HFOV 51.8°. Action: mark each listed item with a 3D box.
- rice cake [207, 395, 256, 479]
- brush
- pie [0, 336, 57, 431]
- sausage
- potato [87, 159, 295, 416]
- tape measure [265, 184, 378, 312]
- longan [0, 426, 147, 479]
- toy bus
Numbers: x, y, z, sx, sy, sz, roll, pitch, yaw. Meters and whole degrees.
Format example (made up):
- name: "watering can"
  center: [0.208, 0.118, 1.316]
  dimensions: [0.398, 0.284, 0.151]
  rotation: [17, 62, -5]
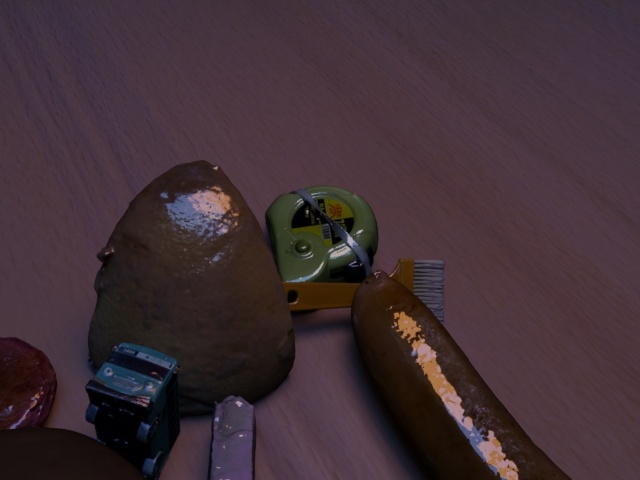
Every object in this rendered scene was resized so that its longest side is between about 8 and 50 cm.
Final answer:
- name: "rice cake"
  center: [-0.090, 0.293, 0.647]
  dimensions: [0.056, 0.072, 0.365]
  rotation: [5, 28, -8]
- name: "brush"
  center: [0.053, 0.077, 0.917]
  dimensions: [0.272, 0.103, 0.013]
  rotation: [0, 1, -20]
- name: "pie"
  center: [-0.406, 0.189, 0.784]
  dimensions: [0.183, 0.049, 0.182]
  rotation: [1, 44, -1]
- name: "sausage"
  center: [0.178, 0.237, 0.769]
  dimensions: [0.123, 0.136, 0.501]
  rotation: [-5, 43, -39]
- name: "potato"
  center: [-0.158, 0.073, 0.795]
  dimensions: [0.211, 0.264, 0.189]
  rotation: [-24, 45, -35]
- name: "tape measure"
  center: [0.000, 0.000, 0.991]
  dimensions: [0.175, 0.106, 0.200]
  rotation: [-13, 49, -5]
- name: "longan"
  center: [-0.244, 0.294, 0.583]
  dimensions: [0.300, 0.243, 0.300]
  rotation: [32, 16, -10]
- name: "toy bus"
  center: [-0.204, 0.189, 0.737]
  dimensions: [0.079, 0.160, 0.091]
  rotation: [16, 44, 7]
